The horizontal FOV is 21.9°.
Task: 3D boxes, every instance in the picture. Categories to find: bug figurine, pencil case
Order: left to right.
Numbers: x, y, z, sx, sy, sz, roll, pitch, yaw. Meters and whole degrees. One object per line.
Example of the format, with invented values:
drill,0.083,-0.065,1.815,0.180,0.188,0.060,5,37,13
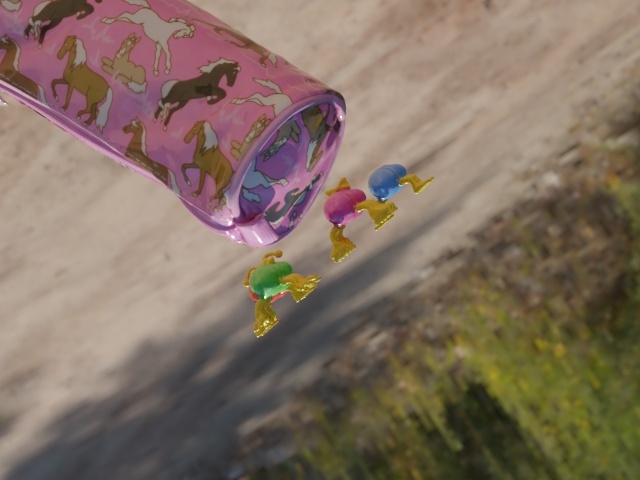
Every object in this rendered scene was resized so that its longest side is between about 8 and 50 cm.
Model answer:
pencil case,-0.162,-0.143,1.500,0.160,0.386,0.167,-17,132,-58
bug figurine,0.000,0.000,1.896,0.279,0.072,0.216,-42,178,11
